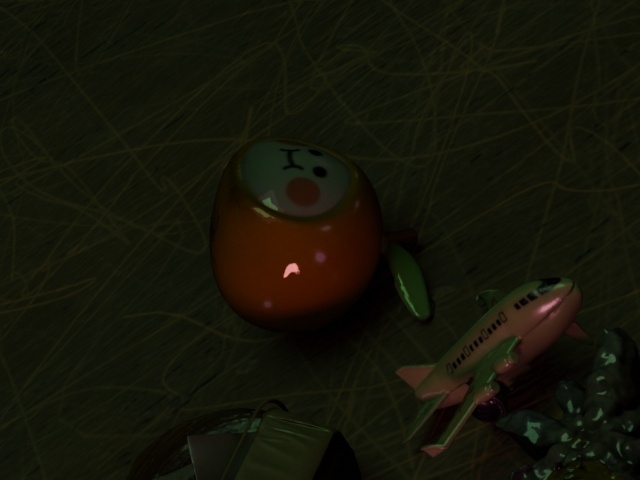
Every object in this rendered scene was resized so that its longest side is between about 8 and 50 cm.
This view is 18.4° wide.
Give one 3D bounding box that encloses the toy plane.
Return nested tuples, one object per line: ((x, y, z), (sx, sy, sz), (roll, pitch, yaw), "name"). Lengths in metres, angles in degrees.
((0.168, 0.106, 1.883), (0.244, 0.092, 0.229), (-34, 22, 39), "toy plane")

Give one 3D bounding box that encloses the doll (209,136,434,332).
((0.000, 0.000, 2.093), (0.236, 0.213, 0.213), (8, 44, -10), "doll")

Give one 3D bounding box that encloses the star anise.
((0.242, 0.190, 1.760), (0.229, 0.093, 0.236), (8, 62, 44), "star anise")

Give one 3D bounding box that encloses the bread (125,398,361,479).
((-0.085, 0.253, 1.905), (0.212, 0.142, 0.224), (3, 45, 26), "bread")

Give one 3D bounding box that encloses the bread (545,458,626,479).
((0.180, 0.353, 1.606), (0.084, 0.077, 0.367), (132, 155, -73), "bread")
